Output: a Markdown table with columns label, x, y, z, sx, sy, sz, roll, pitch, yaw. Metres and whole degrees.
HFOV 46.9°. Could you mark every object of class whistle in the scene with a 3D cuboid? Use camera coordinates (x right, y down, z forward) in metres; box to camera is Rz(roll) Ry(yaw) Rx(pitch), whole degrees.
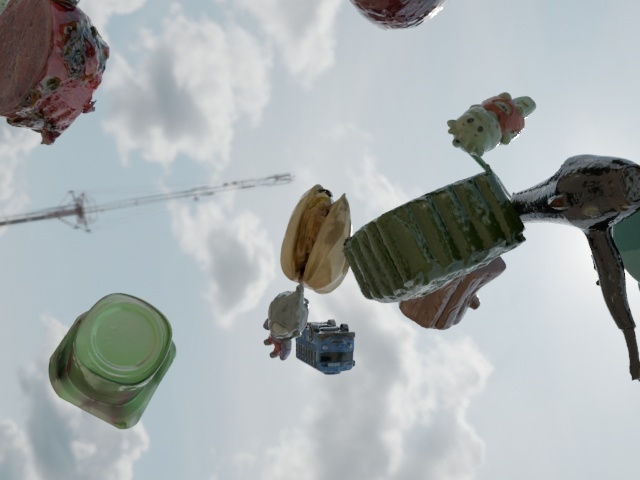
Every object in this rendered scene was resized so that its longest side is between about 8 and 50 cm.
| label | x | y | z | sx | sy | sz | roll | pitch | yaw |
| --- | --- | --- | --- | --- | --- | --- | --- | --- | --- |
| whistle | 0.358 | -0.242 | 1.515 | 0.105 | 0.253 | 0.102 | -11 | -76 | 58 |

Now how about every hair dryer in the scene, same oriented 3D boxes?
| label | x | y | z | sx | sy | sz | roll | pitch | yaw |
| --- | --- | --- | --- | --- | --- | --- | --- | --- | --- |
| hair dryer | 0.420 | 0.049 | 1.152 | 0.303 | 0.120 | 0.360 | 157 | -82 | -70 |

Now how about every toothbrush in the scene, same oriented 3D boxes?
| label | x | y | z | sx | sy | sz | roll | pitch | yaw |
| --- | --- | --- | --- | --- | --- | --- | --- | --- | --- |
| toothbrush | 0.407 | -0.155 | 1.742 | 0.018 | 0.257 | 0.024 | -1 | -121 | 50 |

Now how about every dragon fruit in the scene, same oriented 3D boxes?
| label | x | y | z | sx | sy | sz | roll | pitch | yaw |
| --- | --- | --- | --- | --- | --- | --- | --- | --- | --- |
| dragon fruit | -0.422 | -0.262 | 1.135 | 0.282 | 0.147 | 0.211 | -50 | -123 | 20 |

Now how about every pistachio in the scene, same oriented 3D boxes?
| label | x | y | z | sx | sy | sz | roll | pitch | yaw |
| --- | --- | --- | --- | --- | --- | --- | --- | --- | --- |
| pistachio | 0.000 | 0.000 | 1.558 | 0.157 | 0.157 | 0.230 | 27 | -71 | 48 |

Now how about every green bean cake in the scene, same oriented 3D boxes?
| label | x | y | z | sx | sy | sz | roll | pitch | yaw |
| --- | --- | --- | --- | --- | --- | --- | --- | --- | --- |
| green bean cake | 0.189 | 0.004 | 1.270 | 0.156 | 0.249 | 0.247 | 64 | -22 | 5 |

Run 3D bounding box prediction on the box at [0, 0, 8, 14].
| label | x | y | z | sx | sy | sz | roll | pitch | yaw |
| --- | --- | --- | --- | --- | --- | --- | --- | --- | --- |
| box | -0.449 | -0.294 | 0.834 | 0.256 | 0.164 | 0.069 | -54 | -144 | 9 |

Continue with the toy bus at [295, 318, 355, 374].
| label | x | y | z | sx | sy | sz | roll | pitch | yaw |
| --- | --- | --- | --- | --- | --- | --- | --- | --- | --- |
| toy bus | 0.010 | 0.291 | 2.039 | 0.234 | 0.116 | 0.134 | -178 | -91 | -72 |

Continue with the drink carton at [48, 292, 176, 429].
| label | x | y | z | sx | sy | sz | roll | pitch | yaw |
| --- | --- | --- | --- | --- | --- | --- | --- | --- | --- |
| drink carton | -0.260 | 0.140 | 0.939 | 0.144 | 0.146 | 0.142 | 30 | -29 | -6 |

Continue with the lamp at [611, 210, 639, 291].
| label | x | y | z | sx | sy | sz | roll | pitch | yaw |
| --- | --- | --- | --- | --- | --- | --- | --- | --- | --- |
| lamp | 0.602 | -0.025 | 1.197 | 0.209 | 0.147 | 0.284 | 66 | -22 | 18 |

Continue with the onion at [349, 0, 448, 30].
| label | x | y | z | sx | sy | sz | roll | pitch | yaw |
| --- | --- | --- | --- | --- | --- | --- | --- | --- | --- |
| onion | 0.162 | -0.505 | 1.156 | 0.285 | 0.347 | 0.348 | 10 | -70 | 25 |

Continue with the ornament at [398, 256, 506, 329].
| label | x | y | z | sx | sy | sz | roll | pitch | yaw |
| --- | --- | --- | --- | --- | --- | --- | --- | --- | --- |
| ornament | 0.299 | 0.085 | 1.758 | 0.221 | 0.235 | 0.218 | 22 | -48 | 3 |

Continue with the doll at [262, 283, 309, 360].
| label | x | y | z | sx | sy | sz | roll | pitch | yaw |
| --- | --- | --- | --- | --- | --- | --- | --- | --- | --- |
| doll | -0.068 | 0.158 | 1.472 | 0.102 | 0.075 | 0.227 | 60 | -34 | 26 |
